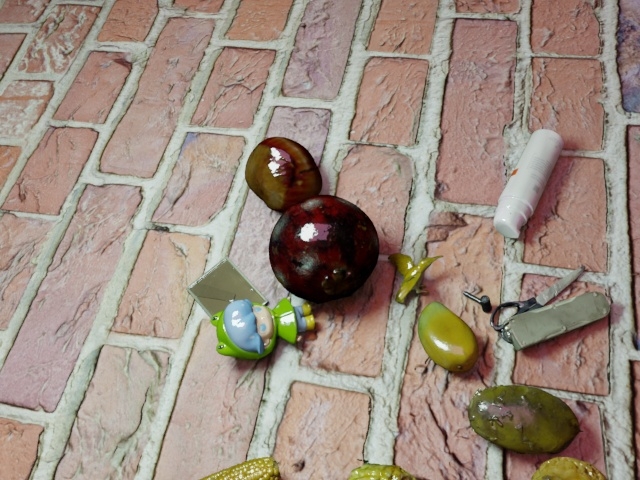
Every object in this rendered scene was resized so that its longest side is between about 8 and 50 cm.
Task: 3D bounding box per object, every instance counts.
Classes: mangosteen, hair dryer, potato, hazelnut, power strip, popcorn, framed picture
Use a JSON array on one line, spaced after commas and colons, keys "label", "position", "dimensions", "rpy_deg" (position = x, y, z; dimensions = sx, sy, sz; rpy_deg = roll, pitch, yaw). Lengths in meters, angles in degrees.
[{"label": "mangosteen", "position": [0.007, 0.015, 1.655], "dimensions": [0.311, 0.311, 0.311], "rpy_deg": [-5, 57, 7]}, {"label": "hair dryer", "position": [0.403, 0.150, 1.638], "dimensions": [0.026, 0.047, 0.083], "rpy_deg": [-43, 46, -17]}, {"label": "potato", "position": [0.456, 0.400, 1.424], "dimensions": [0.251, 0.113, 0.149], "rpy_deg": [8, 61, 15]}, {"label": "hazelnut", "position": [-0.099, -0.190, 1.856], "dimensions": [0.229, 0.229, 0.229], "rpy_deg": [-5, 57, 7]}, {"label": "power strip", "position": [0.582, 0.191, 1.557], "dimensions": [0.286, 0.048, 0.080], "rpy_deg": [-18, 69, -7]}, {"label": "popcorn", "position": [0.129, 0.540, 1.359], "dimensions": [0.173, 0.173, 0.142], "rpy_deg": [16, 86, 19]}, {"label": "framed picture", "position": [-0.260, 0.152, 1.765], "dimensions": [0.150, 0.015, 0.203], "rpy_deg": [-39, 60, -15]}]

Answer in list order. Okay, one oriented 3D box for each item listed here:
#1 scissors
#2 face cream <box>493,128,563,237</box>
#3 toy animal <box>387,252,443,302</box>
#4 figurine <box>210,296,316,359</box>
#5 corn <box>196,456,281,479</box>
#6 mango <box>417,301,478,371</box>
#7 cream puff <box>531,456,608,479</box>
[{"label": "scissors", "position": [0.564, 0.150, 1.619], "dimensions": [0.300, 0.022, 0.109], "rpy_deg": [-34, 62, -13]}, {"label": "face cream", "position": [0.572, -0.156, 1.764], "dimensions": [0.102, 0.102, 0.345], "rpy_deg": [23, 64, 22]}, {"label": "toy animal", "position": [0.255, 0.094, 1.669], "dimensions": [0.155, 0.095, 0.219], "rpy_deg": [-19, 26, -2]}, {"label": "figurine", "position": [-0.145, 0.220, 1.638], "dimensions": [0.263, 0.143, 0.162], "rpy_deg": [-9, 62, -16]}, {"label": "corn", "position": [-0.233, 0.578, 1.445], "dimensions": [0.313, 0.102, 0.102], "rpy_deg": [-24, 57, -8]}, {"label": "mango", "position": [0.311, 0.236, 1.567], "dimensions": [0.130, 0.092, 0.194], "rpy_deg": [-18, 52, 0]}, {"label": "cream puff", "position": [0.514, 0.538, 1.319], "dimensions": [0.189, 0.129, 0.189], "rpy_deg": [-4, 55, 5]}]
